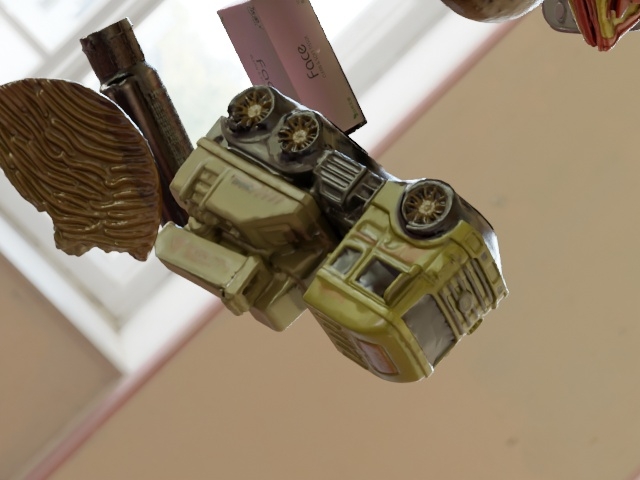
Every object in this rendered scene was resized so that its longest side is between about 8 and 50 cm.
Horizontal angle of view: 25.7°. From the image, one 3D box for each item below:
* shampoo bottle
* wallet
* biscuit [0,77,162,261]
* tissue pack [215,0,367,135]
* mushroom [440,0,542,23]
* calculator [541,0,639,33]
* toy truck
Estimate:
[{"bbox_3d":[-0.224,-0.137,1.884,0.323,0.084,0.129,65,18,-13],"label":"shampoo bottle"},{"bbox_3d":[0.403,-0.346,1.706,0.067,0.241,0.141,36,-16,39],"label":"wallet"},{"bbox_3d":[-0.265,-0.075,1.434,0.228,0.176,0.031,18,9,5],"label":"biscuit"},{"bbox_3d":[-0.046,-0.260,2.106,0.246,0.092,0.148,63,-22,-13],"label":"tissue pack"},{"bbox_3d":[0.218,-0.400,1.725,0.283,0.195,0.263,-4,80,-72],"label":"mushroom"},{"bbox_3d":[0.466,-0.412,2.146,0.294,0.194,0.043,-1,-4,31],"label":"calculator"},{"bbox_3d":[0.000,0.000,1.599,0.405,0.254,0.180,30,-13,34],"label":"toy truck"}]
